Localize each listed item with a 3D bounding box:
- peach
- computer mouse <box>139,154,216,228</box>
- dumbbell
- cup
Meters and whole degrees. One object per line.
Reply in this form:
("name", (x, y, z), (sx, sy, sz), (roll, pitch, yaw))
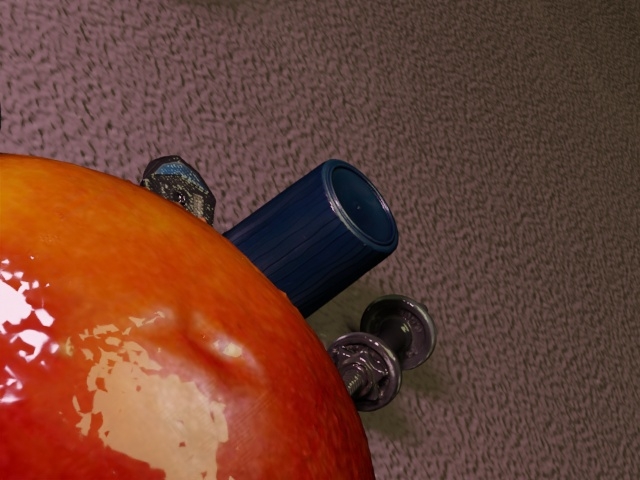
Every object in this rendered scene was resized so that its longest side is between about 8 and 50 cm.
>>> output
("peach", (-0.174, 0.134, 0.933), (0.406, 0.335, 0.310), (47, 26, 5))
("computer mouse", (-0.136, -0.013, 1.509), (0.079, 0.047, 0.135), (16, 54, -34))
("dumbbell", (0.058, 0.108, 1.644), (0.081, 0.082, 0.254), (53, 26, 0))
("cup", (-0.007, -0.006, 1.606), (0.113, 0.138, 0.150), (45, 27, -17))
